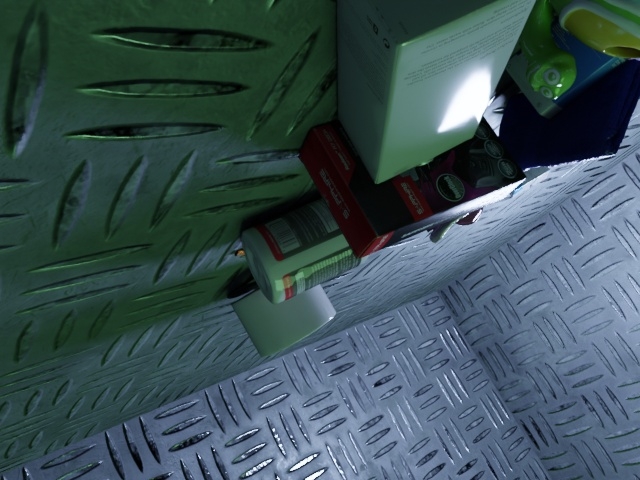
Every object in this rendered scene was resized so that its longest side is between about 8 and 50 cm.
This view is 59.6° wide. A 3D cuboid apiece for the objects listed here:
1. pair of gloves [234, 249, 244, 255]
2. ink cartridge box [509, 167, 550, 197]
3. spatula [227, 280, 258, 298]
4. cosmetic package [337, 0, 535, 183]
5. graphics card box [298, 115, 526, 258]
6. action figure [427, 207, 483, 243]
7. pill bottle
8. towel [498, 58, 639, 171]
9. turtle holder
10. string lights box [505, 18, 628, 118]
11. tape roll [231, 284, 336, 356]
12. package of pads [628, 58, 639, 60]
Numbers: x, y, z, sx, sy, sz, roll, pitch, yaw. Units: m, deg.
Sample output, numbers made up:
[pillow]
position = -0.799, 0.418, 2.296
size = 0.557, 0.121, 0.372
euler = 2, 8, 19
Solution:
[pair of gloves]
position = -0.156, 0.011, 1.311
size = 0.074, 0.010, 0.083
euler = -13, 156, -43
[ink cartridge box]
position = 0.762, -0.235, 2.026
size = 0.180, 0.060, 0.104
euler = -31, 163, 6
[spatula]
position = -0.136, 0.089, 1.540
size = 0.296, 0.030, 0.084
euler = -32, 162, 12
[cosmetic package]
position = 0.138, -0.247, 0.786
size = 0.197, 0.155, 0.365
euler = -26, 164, -8
[graphics card box]
position = 0.175, -0.137, 1.039
size = 0.370, 0.233, 0.094
euler = -20, 161, -27
[action figure]
position = 0.341, -0.116, 1.353
size = 0.248, 0.276, 0.370
euler = -40, 148, 14
[pill bottle]
position = 0.000, 0.000, 1.246
size = 0.318, 0.176, 0.176
euler = -24, 163, -18
[towel]
position = 0.499, -0.239, 1.165
size = 0.308, 0.076, 0.228
euler = -4, -124, 60
[turtle holder]
position = 0.440, -0.369, 0.798
size = 0.320, 0.227, 0.243
euler = -31, 164, 3
[string lights box]
position = 0.501, -0.369, 1.064
size = 0.259, 0.133, 0.076
euler = -39, 160, 31
[tape roll]
position = -0.101, 0.187, 1.546
size = 0.246, 0.169, 0.246
euler = -31, 180, 0
[package of pads]
position = 0.796, -0.470, 1.439
size = 0.050, 0.032, 0.083
euler = -35, 163, 14
